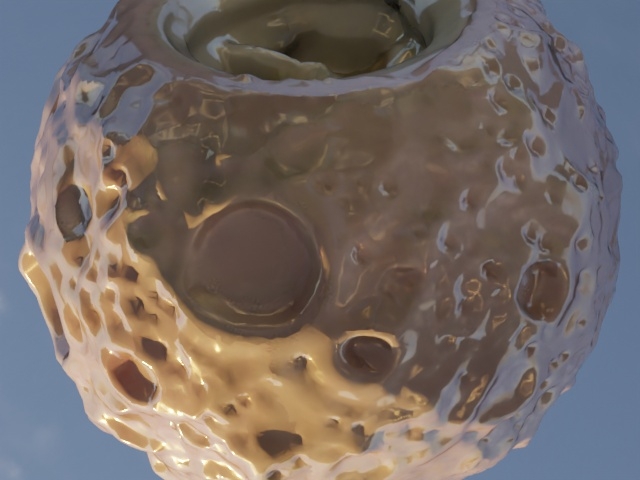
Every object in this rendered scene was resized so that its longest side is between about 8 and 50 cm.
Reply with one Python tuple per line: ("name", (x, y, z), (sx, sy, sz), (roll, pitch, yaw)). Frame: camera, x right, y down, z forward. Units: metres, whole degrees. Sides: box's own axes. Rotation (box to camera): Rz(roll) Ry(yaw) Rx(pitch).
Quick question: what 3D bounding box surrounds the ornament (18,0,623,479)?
("ornament", (0.000, 0.000, 0.790), (0.259, 0.259, 0.225), (0, -57, 7))
